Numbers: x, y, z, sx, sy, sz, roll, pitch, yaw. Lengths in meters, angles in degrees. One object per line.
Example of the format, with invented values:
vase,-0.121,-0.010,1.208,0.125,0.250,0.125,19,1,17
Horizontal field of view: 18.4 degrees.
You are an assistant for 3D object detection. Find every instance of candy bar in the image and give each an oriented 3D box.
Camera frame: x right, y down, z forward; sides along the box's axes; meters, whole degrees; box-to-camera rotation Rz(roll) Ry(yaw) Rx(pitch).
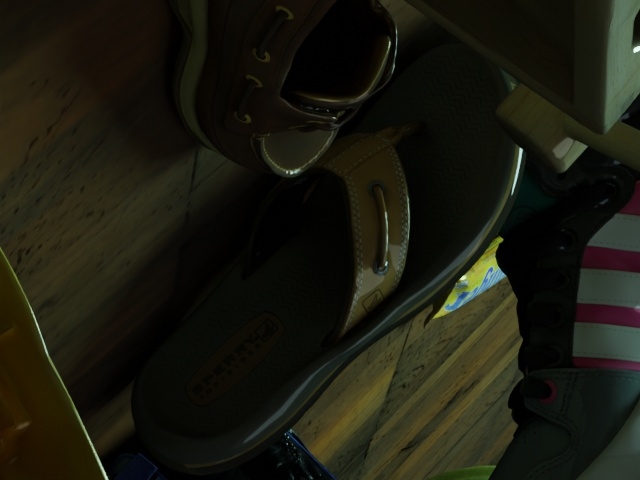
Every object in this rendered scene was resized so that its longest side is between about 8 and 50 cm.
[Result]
candy bar,0.109,0.013,1.229,0.161,0.018,0.040,-28,152,-54

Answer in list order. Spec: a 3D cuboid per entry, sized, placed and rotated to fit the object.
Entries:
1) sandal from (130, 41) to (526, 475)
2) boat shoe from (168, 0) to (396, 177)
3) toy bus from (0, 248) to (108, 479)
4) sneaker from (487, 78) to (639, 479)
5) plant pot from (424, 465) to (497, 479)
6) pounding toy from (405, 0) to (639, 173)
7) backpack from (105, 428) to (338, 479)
sandal,0.000,0.000,0.810,0.219,0.090,0.060,-43,142,-7
boat shoe,-0.009,-0.060,0.648,0.064,0.060,0.178,-48,164,-15
toy bus,-0.176,0.074,0.337,0.211,0.149,0.220,-32,-178,40
sneaker,0.100,0.009,0.880,0.295,0.178,0.124,-53,179,-16
plant pot,0.071,0.278,1.321,0.276,0.276,0.254,-54,153,6
pounding toy,0.089,-0.094,0.625,0.094,0.181,0.206,-50,165,-8
backpack,-0.028,0.175,0.904,0.117,0.173,0.158,-36,158,-46
